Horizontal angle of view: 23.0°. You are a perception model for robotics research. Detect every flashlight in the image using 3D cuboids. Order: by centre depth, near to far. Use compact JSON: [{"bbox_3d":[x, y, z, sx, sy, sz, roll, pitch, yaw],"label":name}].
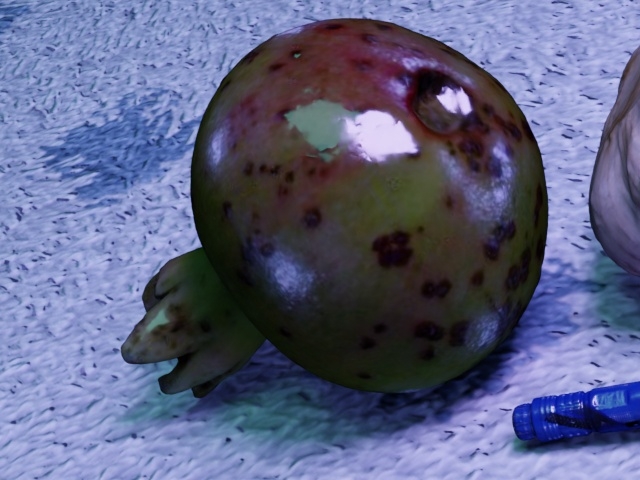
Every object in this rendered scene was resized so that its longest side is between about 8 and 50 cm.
[{"bbox_3d":[0.173,0.100,0.918,0.121,0.035,0.057,-13,57,24],"label":"flashlight"}]

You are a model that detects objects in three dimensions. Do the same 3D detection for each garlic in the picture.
[{"bbox_3d":[0.285,-0.052,0.974,0.212,0.219,0.218,22,40,-1],"label":"garlic"}]

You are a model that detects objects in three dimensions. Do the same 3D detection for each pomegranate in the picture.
[{"bbox_3d":[0.013,0.011,1.023,0.242,0.306,0.242,22,27,-12],"label":"pomegranate"}]
